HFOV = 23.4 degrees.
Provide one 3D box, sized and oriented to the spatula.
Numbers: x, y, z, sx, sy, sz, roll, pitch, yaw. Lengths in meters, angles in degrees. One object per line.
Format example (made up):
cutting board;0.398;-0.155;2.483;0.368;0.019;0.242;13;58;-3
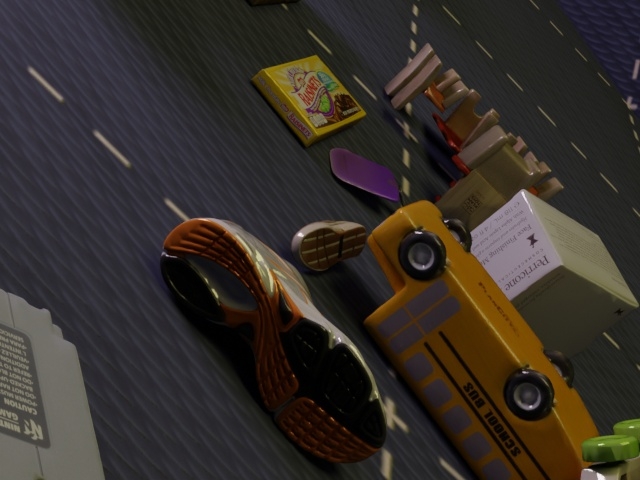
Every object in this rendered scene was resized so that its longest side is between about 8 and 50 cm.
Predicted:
spatula;0.124;-0.025;1.919;0.296;0.030;0.084;39;22;-27

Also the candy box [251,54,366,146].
candy box;-0.012;-0.175;1.903;0.105;0.027;0.206;48;21;3

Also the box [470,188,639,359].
box;0.236;0.062;1.791;0.182;0.181;0.119;26;31;-47

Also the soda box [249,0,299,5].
soda box;-0.056;-0.357;2.064;0.058;0.061;0.181;52;21;5

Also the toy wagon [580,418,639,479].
toy wagon;0.298;0.322;1.508;0.344;0.068;0.267;-3;86;-63

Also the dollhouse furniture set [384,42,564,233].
dollhouse furniture set;0.205;-0.115;2.149;0.262;0.135;0.259;43;11;-19

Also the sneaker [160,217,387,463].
sneaker;-0.025;0.078;1.377;0.262;0.099;0.121;52;17;1

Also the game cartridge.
game cartridge;-0.262;0.086;0.949;0.297;0.062;0.198;30;34;-42

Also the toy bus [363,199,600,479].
toy bus;0.160;0.121;1.615;0.333;0.130;0.108;53;23;6

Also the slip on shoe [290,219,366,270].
slip on shoe;0.000;0.000;1.626;0.041;0.051;0.135;16;16;28
